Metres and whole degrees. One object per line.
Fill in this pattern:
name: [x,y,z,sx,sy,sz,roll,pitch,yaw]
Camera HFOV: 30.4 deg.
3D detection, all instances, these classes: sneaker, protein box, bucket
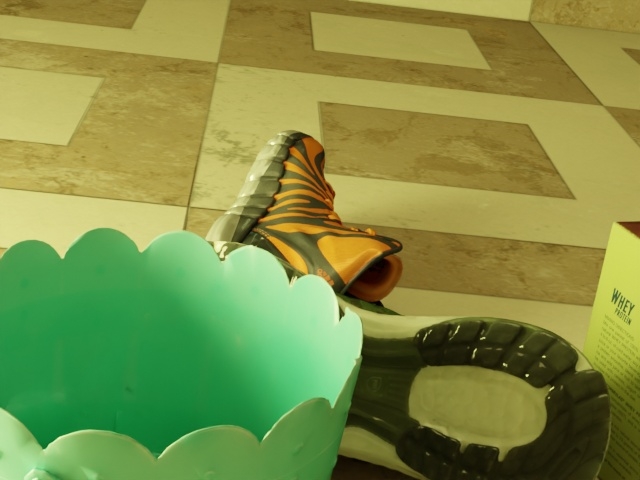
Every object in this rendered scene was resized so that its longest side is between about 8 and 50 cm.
sneaker: [0.000,0.000,1.199,0.180,0.125,0.321,15,34,7]
protein box: [0.310,0.112,0.891,0.136,0.201,0.200,-2,24,-22]
bucket: [-0.113,0.126,0.750,0.281,0.183,0.281,6,23,-3]
sneaker: [0.034,0.113,0.950,0.410,0.158,0.182,16,-4,21]
